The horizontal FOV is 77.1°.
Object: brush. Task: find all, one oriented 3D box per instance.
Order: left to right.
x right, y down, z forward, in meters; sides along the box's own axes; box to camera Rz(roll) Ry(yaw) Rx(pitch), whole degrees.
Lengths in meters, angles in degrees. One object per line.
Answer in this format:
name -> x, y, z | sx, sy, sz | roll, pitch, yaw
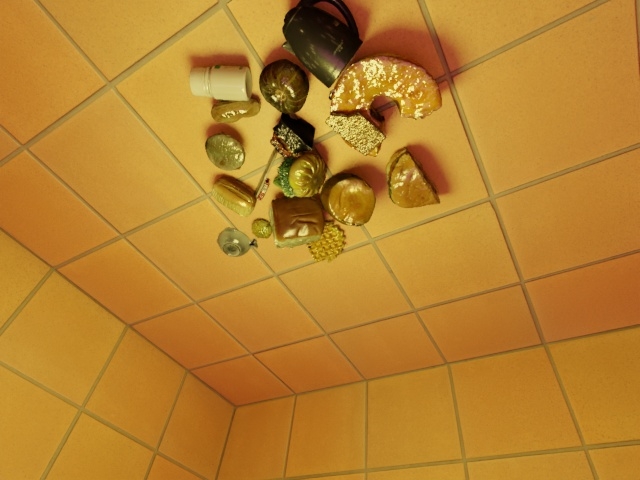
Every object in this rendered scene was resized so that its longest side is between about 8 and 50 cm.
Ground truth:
brush -> -0.264, -0.321, 2.008 | 0.050, 0.060, 0.321 | 14, 133, -21

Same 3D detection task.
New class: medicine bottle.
medicine bottle -> -0.414, -0.658, 1.679 | 0.236, 0.139, 0.139 | 3, 131, 5

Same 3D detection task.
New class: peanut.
peanut -> -0.374, -0.577, 1.774 | 0.225, 0.095, 0.108 | -10, 167, 8

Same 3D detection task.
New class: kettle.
kettle -> 0.006, -0.775, 1.508 | 0.290, 0.207, 0.268 | 37, 98, -11

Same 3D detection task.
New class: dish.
dish -> -0.495, 0.033, 2.334 | 0.245, 0.078, 0.224 | 2, 130, 6

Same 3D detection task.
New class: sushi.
sushi -> -0.141, -0.460, 1.812 | 0.172, 0.153, 0.150 | 27, 138, -23

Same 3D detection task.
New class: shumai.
shumai -> -0.440, -0.429, 1.895 | 0.201, 0.120, 0.201 | 7, 133, 7

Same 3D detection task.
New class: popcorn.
popcorn -> -0.325, -0.056, 2.216 | 0.116, 0.106, 0.121 | -19, 126, 11

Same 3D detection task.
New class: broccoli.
broccoli -> -0.159, -0.301, 1.976 | 0.219, 0.194, 0.194 | 19, 135, -40

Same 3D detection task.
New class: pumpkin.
pumpkin -> -0.144, -0.643, 1.653 | 0.218, 0.162, 0.219 | 22, 149, 14

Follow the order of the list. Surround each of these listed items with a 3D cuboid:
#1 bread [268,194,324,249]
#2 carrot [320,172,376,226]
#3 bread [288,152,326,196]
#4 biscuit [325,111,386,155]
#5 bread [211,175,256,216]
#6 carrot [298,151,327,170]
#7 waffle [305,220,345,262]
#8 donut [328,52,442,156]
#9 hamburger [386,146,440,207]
bread -> -0.124, -0.104, 2.051 | 0.278, 0.250, 0.225 | -11, 165, -3
carrot -> 0.130, -0.203, 1.955 | 0.241, 0.341, 0.242 | -2, 104, -8
bread -> -0.050, -0.296, 1.846 | 0.104, 0.213, 0.214 | 36, 146, 38
biscuit -> 0.145, -0.459, 1.650 | 0.236, 0.026, 0.131 | 35, 129, -18
bread -> -0.433, -0.229, 2.036 | 0.236, 0.140, 0.106 | 33, 131, 0
carrot -> -0.062, -0.384, 1.931 | 0.209, 0.061, 0.061 | 38, 125, -20
waffle -> 0.001, -0.001, 2.251 | 0.283, 0.065, 0.310 | 17, 127, -10
donut -> 0.249, -0.587, 1.642 | 0.434, 0.164, 0.378 | -26, 122, 30
hamburger -> 0.413, -0.255, 1.908 | 0.208, 0.162, 0.330 | -30, 126, 27
